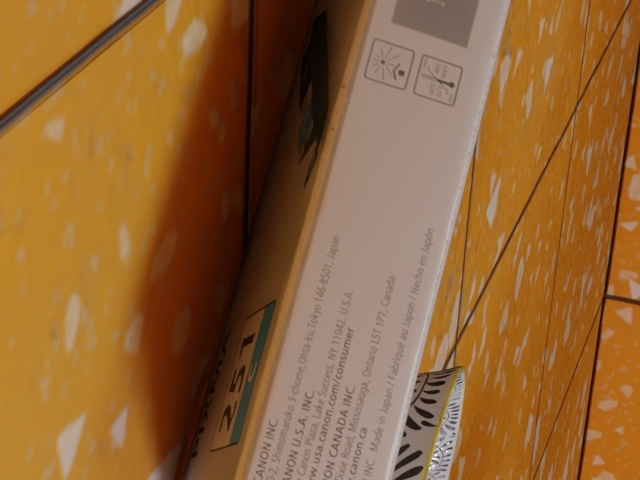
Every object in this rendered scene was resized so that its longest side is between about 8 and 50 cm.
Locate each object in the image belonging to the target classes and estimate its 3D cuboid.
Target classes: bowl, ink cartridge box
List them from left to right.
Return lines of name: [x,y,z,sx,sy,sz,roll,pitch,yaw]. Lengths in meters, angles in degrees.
ink cartridge box: [0.000,0.000,0.798,0.261,0.066,0.296,141,-35,-73]
bowl: [0.020,0.141,0.928,0.170,0.080,0.170,13,90,-80]
